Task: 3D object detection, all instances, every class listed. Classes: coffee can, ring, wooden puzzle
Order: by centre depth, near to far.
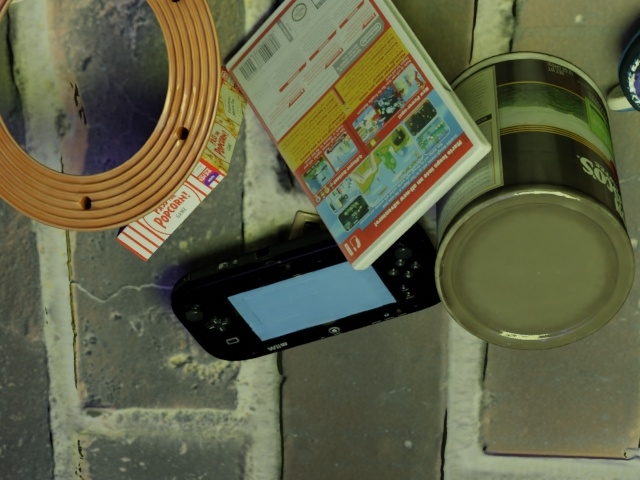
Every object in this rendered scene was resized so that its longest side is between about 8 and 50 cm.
[{"bbox_3d":[-0.247,-0.177,1.942,0.336,0.032,0.337,3,96,24],"label":"ring"},{"bbox_3d":[0.220,-0.047,1.988,0.201,0.275,0.202,1,126,1],"label":"coffee can"},{"bbox_3d":[0.000,0.000,2.192,0.078,0.014,0.116,8,126,-3],"label":"wooden puzzle"}]

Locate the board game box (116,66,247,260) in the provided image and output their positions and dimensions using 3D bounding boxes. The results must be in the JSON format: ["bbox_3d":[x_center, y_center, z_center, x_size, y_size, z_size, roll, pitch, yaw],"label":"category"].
[{"bbox_3d":[-0.147,-0.085,2.027,0.045,0.193,0.147,36,119,-16],"label":"board game box"}]

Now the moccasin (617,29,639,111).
[{"bbox_3d":[0.468,-0.227,1.920,0.342,0.117,0.138,-28,113,10],"label":"moccasin"}]

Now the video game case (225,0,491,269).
[{"bbox_3d":[0.033,-0.142,1.961,0.204,0.285,0.025,-44,155,28],"label":"video game case"}]

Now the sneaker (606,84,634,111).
[{"bbox_3d":[0.395,-0.144,2.044,0.152,0.058,0.085,-16,115,6],"label":"sneaker"}]

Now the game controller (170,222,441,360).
[{"bbox_3d":[-0.010,0.059,2.190,0.319,0.067,0.166,-17,131,17],"label":"game controller"}]

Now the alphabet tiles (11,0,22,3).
[{"bbox_3d":[-0.460,-0.304,1.985,0.278,0.021,0.284,-10,121,8],"label":"alphabet tiles"}]
